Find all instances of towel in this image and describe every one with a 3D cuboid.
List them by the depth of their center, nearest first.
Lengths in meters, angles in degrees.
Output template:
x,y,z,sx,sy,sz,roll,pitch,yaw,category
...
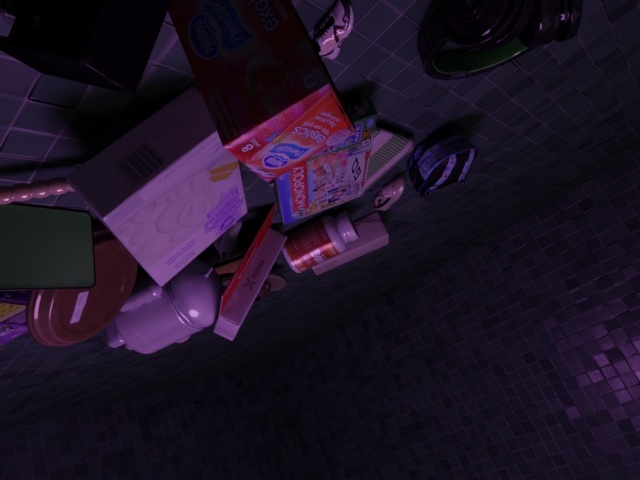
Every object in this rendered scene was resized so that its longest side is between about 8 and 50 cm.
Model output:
x,y,z,sx,sy,sz,roll,pitch,yaw,category
0.057,-0.188,1.126,0.325,0.038,0.248,2,148,-47,towel

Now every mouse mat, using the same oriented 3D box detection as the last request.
x,y,z,sx,sy,sz,roll,pitch,yaw,category
-0.491,0.012,0.849,0.007,0.153,0.189,-13,169,33,mouse mat

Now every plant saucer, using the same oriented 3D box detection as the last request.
x,y,z,sx,sy,sz,roll,pitch,yaw,category
-0.479,0.100,1.001,0.278,0.041,0.278,-59,165,-26,plant saucer

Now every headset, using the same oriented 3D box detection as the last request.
x,y,z,sx,sy,sz,roll,pitch,yaw,category
0.307,-0.401,0.760,0.243,0.185,0.394,-12,173,-20,headset

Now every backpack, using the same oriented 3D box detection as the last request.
x,y,z,sx,sy,sz,roll,pitch,yaw,category
0.318,-0.209,1.242,0.158,0.117,0.173,-19,161,-13,backpack

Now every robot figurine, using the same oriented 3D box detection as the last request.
x,y,z,sx,sy,sz,roll,pitch,yaw,category
-0.406,0.172,1.287,0.353,0.200,0.300,-27,161,9,robot figurine

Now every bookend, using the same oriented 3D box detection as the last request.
x,y,z,sx,sy,sz,roll,pitch,yaw,category
-0.248,-0.253,0.509,0.072,0.156,0.157,28,82,-66,bookend

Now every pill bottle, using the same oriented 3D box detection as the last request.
x,y,z,sx,sy,sz,roll,pitch,yaw,category
0.000,0.000,1.424,0.216,0.121,0.121,-27,161,10,pill bottle

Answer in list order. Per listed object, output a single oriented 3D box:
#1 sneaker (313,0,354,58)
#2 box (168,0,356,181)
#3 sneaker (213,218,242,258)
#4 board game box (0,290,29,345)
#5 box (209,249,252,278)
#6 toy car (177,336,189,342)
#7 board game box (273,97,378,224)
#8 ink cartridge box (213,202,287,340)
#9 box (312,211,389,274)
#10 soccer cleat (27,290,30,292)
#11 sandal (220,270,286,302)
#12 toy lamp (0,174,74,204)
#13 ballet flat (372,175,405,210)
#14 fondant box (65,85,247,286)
x,y,z,sx,sy,sz,roll,pitch,yaw,category
0.016,-0.317,0.725,0.043,0.040,0.109,-12,158,-25,sneaker
-0.075,-0.217,0.553,0.128,0.257,0.122,-27,162,11,box
-0.231,-0.006,1.234,0.053,0.061,0.152,-8,155,-33,sneaker
-0.808,0.205,1.150,0.347,0.056,0.208,-26,157,9,board game box
-0.267,0.093,1.514,0.164,0.021,0.201,-22,161,-5,box
-0.489,0.236,1.496,0.182,0.159,0.136,4,111,-52,toy car
0.002,-0.155,1.033,0.213,0.046,0.317,-21,158,-9,board game box
-0.174,0.087,1.252,0.296,0.066,0.261,-65,-178,-32,ink cartridge box
0.086,0.012,1.599,0.275,0.094,0.113,-24,161,-1,box
-0.551,0.051,0.926,0.108,0.116,0.318,-21,161,-3,soccer cleat
-0.238,0.165,1.570,0.302,0.086,0.120,-2,151,-47,sandal
-0.461,-0.077,0.755,0.274,0.080,0.080,-14,159,-28,toy lamp
0.197,-0.131,1.409,0.052,0.057,0.168,-6,156,-18,ballet flat
-0.255,-0.074,0.843,0.238,0.096,0.330,-44,168,-18,fondant box
